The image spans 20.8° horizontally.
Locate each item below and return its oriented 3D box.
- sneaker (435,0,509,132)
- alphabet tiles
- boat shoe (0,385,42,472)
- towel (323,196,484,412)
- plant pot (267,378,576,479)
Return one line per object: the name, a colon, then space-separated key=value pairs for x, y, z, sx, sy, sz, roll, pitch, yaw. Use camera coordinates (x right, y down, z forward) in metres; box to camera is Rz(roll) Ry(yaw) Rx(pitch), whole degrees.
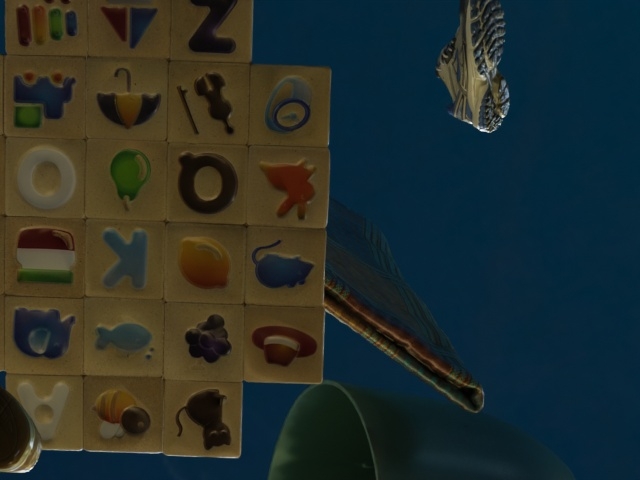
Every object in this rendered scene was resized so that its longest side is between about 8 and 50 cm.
sneaker: x=0.122 y=-0.155 z=1.481 sx=0.058 sy=0.052 sz=0.135 roll=17 pitch=-50 yaw=30
alphabet tiles: x=-0.137 y=-0.014 z=1.232 sx=0.285 sy=0.011 sz=0.343 roll=2 pitch=-79 yaw=-1
boat shoe: x=-0.203 y=0.113 z=1.067 sx=0.045 sy=0.135 sz=0.050 roll=35 pitch=-99 yaw=-39
towel: x=0.000 y=0.000 z=1.558 sx=0.271 sy=0.370 sz=0.040 roll=36 pitch=-81 yaw=-23
plant pot: x=0.103 y=0.282 z=1.596 sx=0.235 sy=0.293 sz=0.293 roll=6 pitch=-44 yaw=-22
